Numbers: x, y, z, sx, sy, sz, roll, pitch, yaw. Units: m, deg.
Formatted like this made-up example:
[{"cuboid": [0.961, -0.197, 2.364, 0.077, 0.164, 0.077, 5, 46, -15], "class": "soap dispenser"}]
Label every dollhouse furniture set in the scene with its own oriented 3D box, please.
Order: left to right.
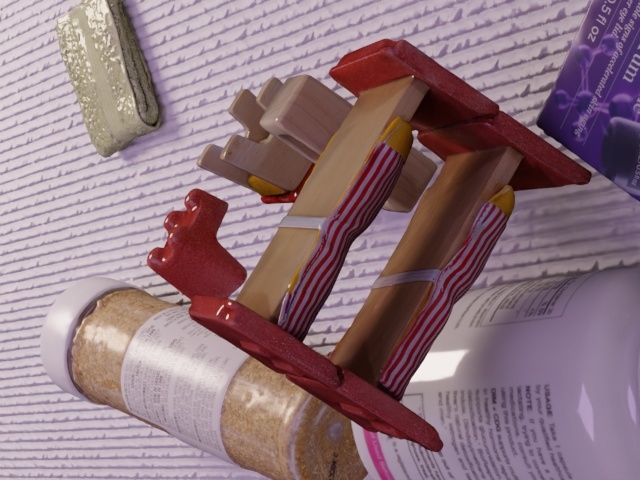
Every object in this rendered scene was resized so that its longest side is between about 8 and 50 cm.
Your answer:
[{"cuboid": [0.000, 0.000, 0.928, 0.152, 0.201, 0.374, 34, 171, -16], "class": "dollhouse furniture set"}]

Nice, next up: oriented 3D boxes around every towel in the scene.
[{"cuboid": [-0.208, -0.161, 1.274, 0.110, 0.027, 0.148, -23, 85, 48], "class": "towel"}]

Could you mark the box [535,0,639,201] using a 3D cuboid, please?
[{"cuboid": [0.253, -0.082, 0.757, 0.207, 0.108, 0.153, 41, 128, 31], "class": "box"}]

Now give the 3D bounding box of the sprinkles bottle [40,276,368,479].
[{"cuboid": [-0.106, 0.125, 1.185, 0.355, 0.121, 0.121, 14, 112, 43], "class": "sprinkles bottle"}]

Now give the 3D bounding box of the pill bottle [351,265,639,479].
[{"cuboid": [0.168, 0.103, 0.864, 0.283, 0.160, 0.160, -12, 94, 48], "class": "pill bottle"}]
